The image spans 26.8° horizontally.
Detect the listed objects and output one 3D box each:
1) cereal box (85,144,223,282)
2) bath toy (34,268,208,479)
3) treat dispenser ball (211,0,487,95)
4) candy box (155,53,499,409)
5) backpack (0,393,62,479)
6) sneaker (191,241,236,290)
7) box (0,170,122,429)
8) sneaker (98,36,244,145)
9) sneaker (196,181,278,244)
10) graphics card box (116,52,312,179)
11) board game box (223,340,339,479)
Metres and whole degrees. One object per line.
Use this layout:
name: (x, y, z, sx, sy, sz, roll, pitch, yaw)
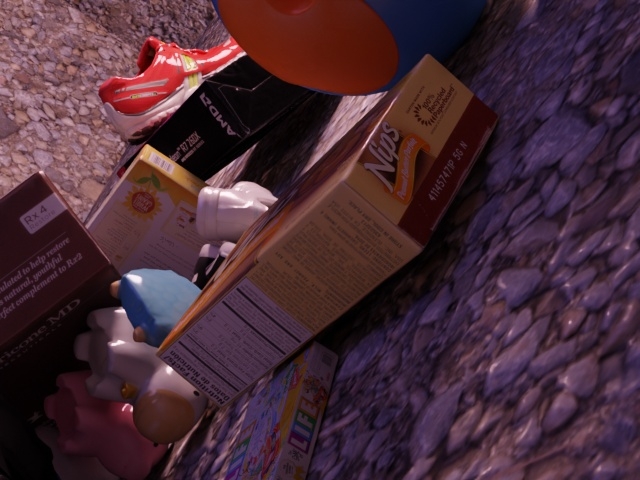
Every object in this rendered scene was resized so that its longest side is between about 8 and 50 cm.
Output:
cereal box: (-0.215, 0.016, 1.705, 0.240, 0.173, 0.047, -48, 16, 28)
bath toy: (-0.202, 0.180, 1.399, 0.348, 0.129, 0.151, -52, 52, 37)
treat dispenser ball: (0.028, -0.284, 1.305, 0.288, 0.288, 0.288, -52, 15, 19)
candy box: (0.000, 0.000, 1.136, 0.316, 0.087, 0.183, -43, 9, 46)
backpack: (-0.337, 0.286, 1.266, 0.213, 0.263, 0.276, -8, 29, 9)
sneaker: (-0.096, 0.071, 1.406, 0.121, 0.079, 0.217, -69, 15, -7)
box: (-0.297, 0.091, 1.472, 0.191, 0.143, 0.381, -38, -19, -8)
sneaker: (-0.198, -0.248, 1.917, 0.279, 0.118, 0.107, -38, 3, -37)
sneaker: (-0.066, -0.024, 1.508, 0.212, 0.094, 0.080, -15, -73, -77)
graphics card box: (-0.114, -0.171, 1.806, 0.233, 0.094, 0.371, -39, 4, -29)
board game box: (-0.038, 0.164, 1.068, 0.103, 0.026, 0.154, -46, 17, 38)
